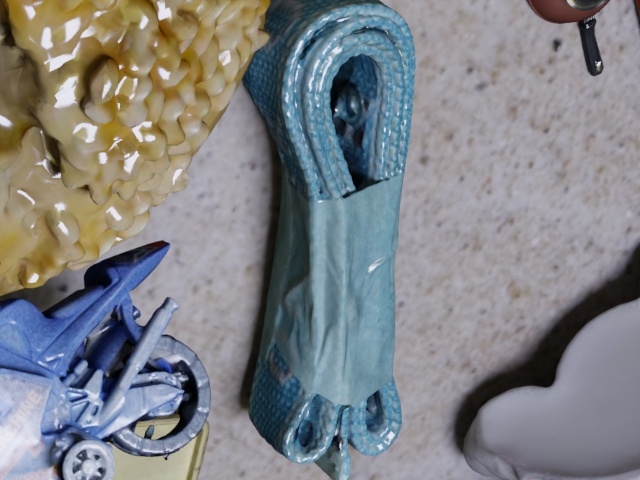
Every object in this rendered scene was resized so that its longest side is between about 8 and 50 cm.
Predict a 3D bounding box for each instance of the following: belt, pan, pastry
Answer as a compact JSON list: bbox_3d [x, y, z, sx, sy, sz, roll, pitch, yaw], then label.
[{"bbox_3d":[0.000,0.000,1.067,0.087,0.072,0.302,-19,125,-32],"label":"belt"},{"bbox_3d":[0.157,-0.138,1.130,0.068,0.023,0.115,-36,132,-15],"label":"pan"},{"bbox_3d":[-0.143,-0.096,0.821,0.316,0.184,0.284,-31,132,-18],"label":"pastry"}]

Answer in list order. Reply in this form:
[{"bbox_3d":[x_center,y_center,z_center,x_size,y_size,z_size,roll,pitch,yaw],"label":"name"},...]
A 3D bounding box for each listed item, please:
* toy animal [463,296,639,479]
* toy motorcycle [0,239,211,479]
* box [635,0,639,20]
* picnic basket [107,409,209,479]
[{"bbox_3d":[0.252,0.167,1.267,0.272,0.206,0.265,-40,130,-13],"label":"toy animal"},{"bbox_3d":[-0.149,0.071,0.917,0.205,0.076,0.114,-18,92,-28],"label":"toy motorcycle"},{"bbox_3d":[0.266,-0.186,1.165,0.175,0.048,0.112,-35,134,-15],"label":"box"},{"bbox_3d":[-0.138,0.142,1.043,0.115,0.079,0.164,2,115,-36],"label":"picnic basket"}]
